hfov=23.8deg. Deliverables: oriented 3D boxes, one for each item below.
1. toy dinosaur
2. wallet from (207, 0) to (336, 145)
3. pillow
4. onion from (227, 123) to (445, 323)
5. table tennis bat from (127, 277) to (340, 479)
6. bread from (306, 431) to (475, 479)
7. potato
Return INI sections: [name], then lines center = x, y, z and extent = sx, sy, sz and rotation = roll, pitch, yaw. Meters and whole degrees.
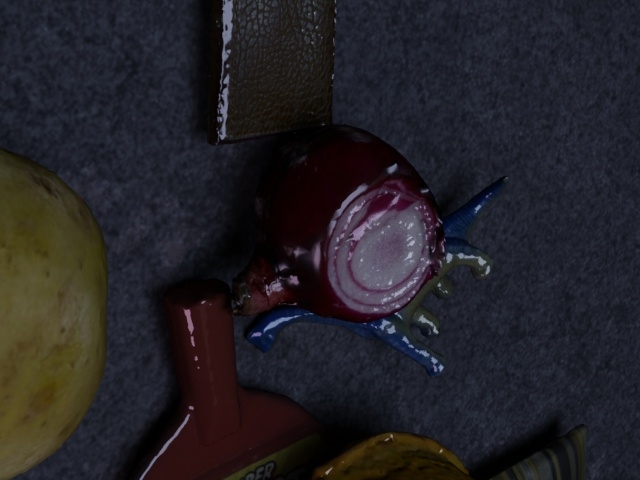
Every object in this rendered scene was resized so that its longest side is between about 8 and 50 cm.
[toy dinosaur]
center = 0.061, 0.020, 1.380
extent = 0.188, 0.075, 0.247
rotation = 29, 90, -31
[wallet]
center = -0.040, -0.204, 1.242
extent = 0.133, 0.039, 0.243
rotation = -14, 112, -42
[pillow]
center = 0.207, 0.317, 1.596
extent = 0.212, 0.052, 0.208
rotation = -22, 120, -32
[onion]
center = -0.006, -0.005, 1.280
extent = 0.198, 0.135, 0.173
rotation = -26, 119, -15
[table tennis bat]
center = -0.086, 0.226, 1.336
extent = 0.268, 0.051, 0.414
rotation = -22, 120, -34
[bread]
center = 0.065, 0.365, 1.361
extent = 0.337, 0.204, 0.358
rotation = -44, 133, -16
[potato]
center = -0.248, 0.057, 1.051
extent = 0.242, 0.242, 0.285
rotation = 4, 95, -40
